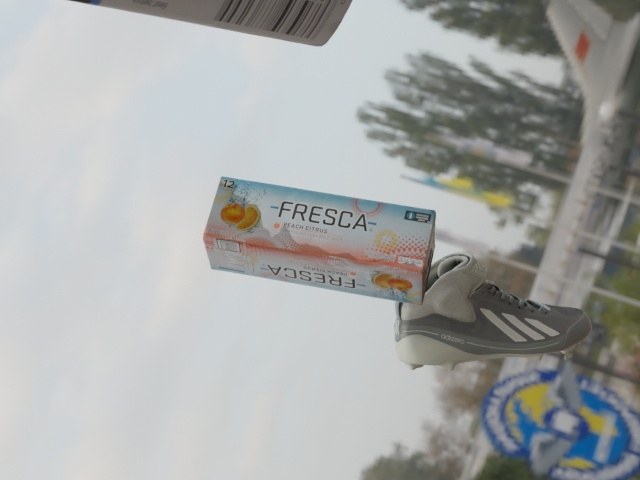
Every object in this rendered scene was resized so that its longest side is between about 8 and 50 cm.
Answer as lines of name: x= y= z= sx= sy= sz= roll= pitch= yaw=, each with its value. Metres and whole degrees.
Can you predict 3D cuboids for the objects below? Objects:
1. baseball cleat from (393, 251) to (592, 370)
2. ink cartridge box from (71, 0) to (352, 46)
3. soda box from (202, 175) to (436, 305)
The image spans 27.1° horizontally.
baseball cleat: x=0.164 y=0.062 z=1.224 sx=0.072 sy=0.206 sz=0.109 roll=23 pitch=118 yaw=60
ink cartridge box: x=-0.174 y=-0.238 z=0.813 sx=0.304 sy=0.307 sz=0.072 roll=-1 pitch=-54 yaw=-48
soda box: x=0.000 y=0.000 z=1.085 sx=0.058 sy=0.183 sz=0.063 roll=85 pitch=-163 yaw=-59
